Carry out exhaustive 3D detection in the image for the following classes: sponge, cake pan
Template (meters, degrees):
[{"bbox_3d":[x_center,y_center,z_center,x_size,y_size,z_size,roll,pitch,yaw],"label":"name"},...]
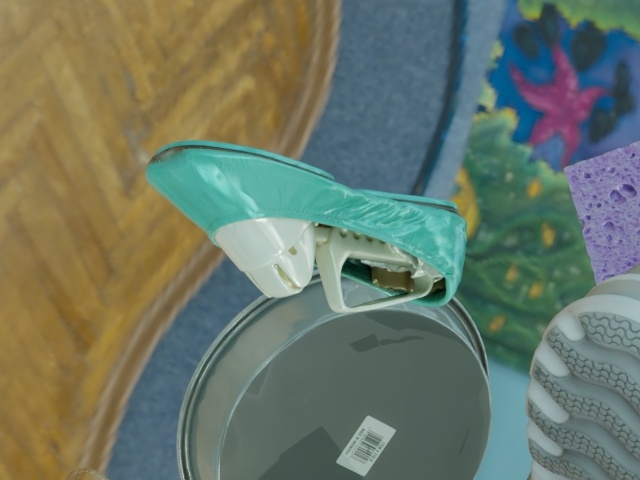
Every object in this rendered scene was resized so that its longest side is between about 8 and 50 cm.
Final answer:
[{"bbox_3d":[0.317,0.012,1.445,0.031,0.117,0.210,-8,82,-53],"label":"sponge"},{"bbox_3d":[0.024,0.163,1.284,0.293,0.054,0.293,-9,114,-20],"label":"cake pan"}]

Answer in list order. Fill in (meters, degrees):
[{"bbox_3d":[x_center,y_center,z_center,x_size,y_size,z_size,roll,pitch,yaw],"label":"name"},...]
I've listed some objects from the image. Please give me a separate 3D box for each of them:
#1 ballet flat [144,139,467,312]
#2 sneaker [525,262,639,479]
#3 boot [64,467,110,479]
[{"bbox_3d":[0.000,0.000,0.977,0.247,0.083,0.087,12,65,-34],"label":"ballet flat"},{"bbox_3d":[0.140,0.108,0.625,0.115,0.105,0.281,-34,151,-31],"label":"sneaker"},{"bbox_3d":[-0.091,0.219,0.720,0.152,0.073,0.197,-79,152,-56],"label":"boot"}]
